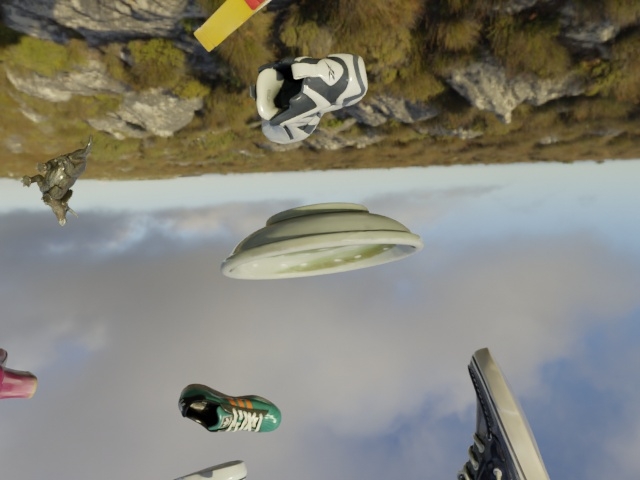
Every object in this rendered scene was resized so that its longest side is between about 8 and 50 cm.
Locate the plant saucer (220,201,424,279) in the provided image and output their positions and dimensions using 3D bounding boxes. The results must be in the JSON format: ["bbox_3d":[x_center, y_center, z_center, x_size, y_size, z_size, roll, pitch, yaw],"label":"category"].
[{"bbox_3d":[0.000,0.000,0.939,0.400,0.101,0.400,-7,170,-1],"label":"plant saucer"}]

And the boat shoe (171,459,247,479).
[{"bbox_3d":[-0.291,0.579,1.023,0.335,0.119,0.121,-29,156,18],"label":"boat shoe"}]

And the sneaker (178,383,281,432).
[{"bbox_3d":[-0.252,0.495,1.317,0.302,0.108,0.121,17,-174,-12],"label":"sneaker"}]

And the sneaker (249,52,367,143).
[{"bbox_3d":[-0.059,-0.208,0.701,0.153,0.094,0.234,-11,-177,-40],"label":"sneaker"}]

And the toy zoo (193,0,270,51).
[{"bbox_3d":[-0.046,-0.336,0.582,0.293,0.030,0.192,-22,-150,39],"label":"toy zoo"}]

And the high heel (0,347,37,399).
[{"bbox_3d":[-0.567,0.215,0.751,0.244,0.082,0.117,7,166,37],"label":"high heel"}]

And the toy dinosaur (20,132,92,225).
[{"bbox_3d":[-0.756,-0.196,1.372,0.121,0.314,0.160,28,-168,-6],"label":"toy dinosaur"}]

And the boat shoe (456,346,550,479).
[{"bbox_3d":[0.262,0.352,0.732,0.158,0.341,0.127,-24,152,18],"label":"boat shoe"}]
